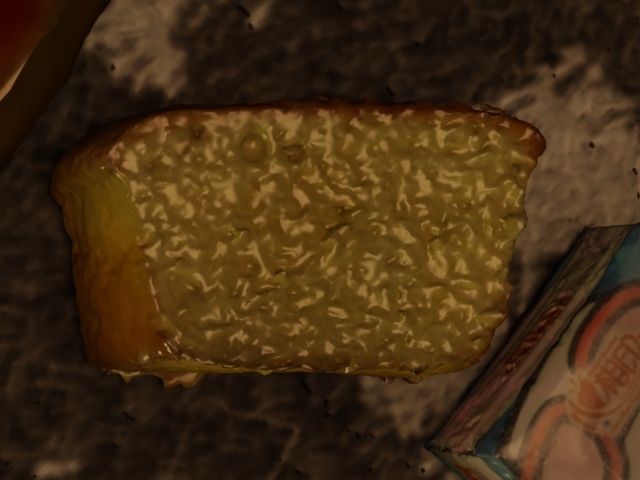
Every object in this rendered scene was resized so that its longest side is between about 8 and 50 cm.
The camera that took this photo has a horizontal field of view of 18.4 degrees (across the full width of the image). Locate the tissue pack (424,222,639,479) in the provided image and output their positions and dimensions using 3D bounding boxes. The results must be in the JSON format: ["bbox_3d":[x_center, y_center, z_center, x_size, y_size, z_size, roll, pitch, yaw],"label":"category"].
[{"bbox_3d":[0.134,0.084,0.747,0.155,0.065,0.115,41,74,-15],"label":"tissue pack"}]

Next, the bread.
[{"bbox_3d":[0.000,0.000,0.704,0.187,0.065,0.103,3,81,-22],"label":"bread"}]

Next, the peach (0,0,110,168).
[{"bbox_3d":[-0.215,-0.152,0.480,0.370,0.370,0.370,1,87,-21],"label":"peach"}]
